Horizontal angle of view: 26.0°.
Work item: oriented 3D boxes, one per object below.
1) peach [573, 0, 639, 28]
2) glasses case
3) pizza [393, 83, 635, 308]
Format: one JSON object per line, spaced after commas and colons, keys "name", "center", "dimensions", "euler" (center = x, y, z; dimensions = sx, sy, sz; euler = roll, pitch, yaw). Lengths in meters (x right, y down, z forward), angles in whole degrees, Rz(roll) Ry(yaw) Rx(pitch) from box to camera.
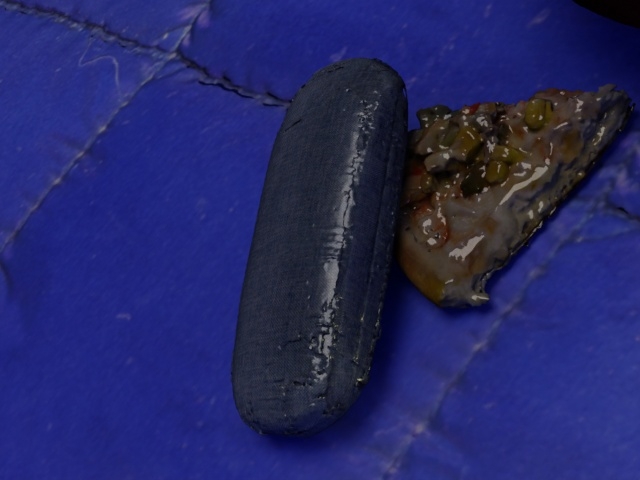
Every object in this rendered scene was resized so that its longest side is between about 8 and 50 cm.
{"name": "peach", "center": [0.228, -0.304, 0.878], "dimensions": [0.310, 0.335, 0.406], "euler": [-38, 48, 2]}
{"name": "glasses case", "center": [0.000, 0.000, 0.962], "dimensions": [0.109, 0.067, 0.282], "euler": [-14, 56, 44]}
{"name": "pizza", "center": [0.124, -0.053, 0.953], "dimensions": [0.195, 0.052, 0.185], "euler": [-32, 45, 12]}
